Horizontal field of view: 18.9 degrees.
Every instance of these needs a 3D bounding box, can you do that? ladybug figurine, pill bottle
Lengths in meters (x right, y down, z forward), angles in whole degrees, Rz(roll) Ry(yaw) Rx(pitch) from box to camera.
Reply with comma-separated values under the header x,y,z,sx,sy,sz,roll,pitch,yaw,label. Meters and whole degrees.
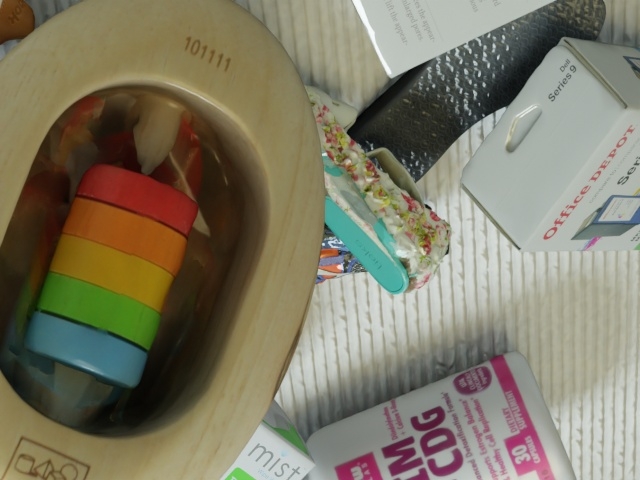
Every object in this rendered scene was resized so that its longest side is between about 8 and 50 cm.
x,y,z,sx,sy,sz,roll,pitch,yaw,label
-0.167,0.028,1.420,0.305,0.162,0.449,27,77,-21,ladybug figurine
0.082,0.224,1.753,0.283,0.160,0.160,-23,129,2,pill bottle

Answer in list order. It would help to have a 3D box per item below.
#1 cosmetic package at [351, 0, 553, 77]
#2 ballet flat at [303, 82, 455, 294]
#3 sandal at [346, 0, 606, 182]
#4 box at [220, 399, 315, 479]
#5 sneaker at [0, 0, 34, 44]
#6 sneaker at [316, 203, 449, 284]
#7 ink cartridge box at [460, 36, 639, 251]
x,y,z,sx,sy,sz,roll,pitch,yaw,label
0.089,-0.247,1.397,0.183,0.151,0.151,-26,129,4,cosmetic package
0.016,-0.061,1.543,0.077,0.091,0.241,-43,98,-27,ballet flat
0.115,-0.138,1.561,0.254,0.054,0.097,-36,121,25,sandal
-0.181,0.176,1.637,0.231,0.127,0.262,-46,122,5,box
-0.319,-0.082,1.440,0.123,0.106,0.290,31,112,-30,sneaker
0.000,0.000,1.622,0.221,0.083,0.087,3,139,-11,sneaker
0.237,-0.073,1.561,0.212,0.093,0.154,2,131,-48,ink cartridge box
